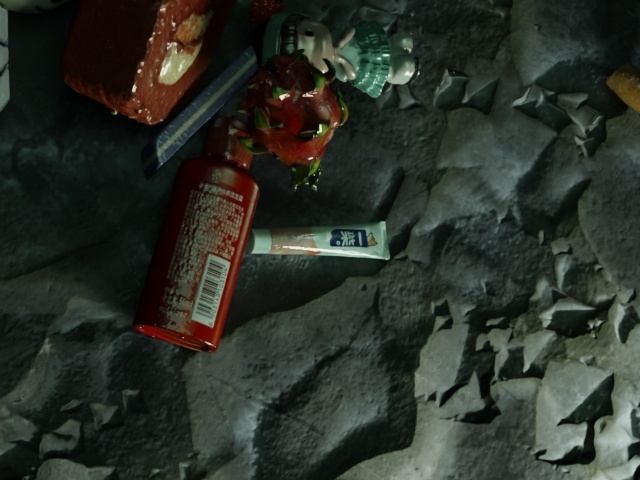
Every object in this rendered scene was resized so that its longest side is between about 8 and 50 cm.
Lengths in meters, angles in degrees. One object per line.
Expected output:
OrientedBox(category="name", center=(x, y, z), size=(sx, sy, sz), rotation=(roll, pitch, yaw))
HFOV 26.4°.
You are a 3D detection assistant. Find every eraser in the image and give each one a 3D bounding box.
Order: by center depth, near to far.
OrientedBox(category="eraser", center=(-0.166, -0.176, 1.863), size=(0.036, 0.082, 0.225), rotation=(45, 68, -6))

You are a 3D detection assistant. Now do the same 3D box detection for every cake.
OrientedBox(category="cake", center=(-0.213, -0.296, 1.790), size=(0.151, 0.177, 0.283), rotation=(25, 101, 29))

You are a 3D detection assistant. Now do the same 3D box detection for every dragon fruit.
OrientedBox(category="dragon fruit", center=(-0.033, -0.147, 1.831), size=(0.135, 0.235, 0.137), rotation=(16, 44, 21))

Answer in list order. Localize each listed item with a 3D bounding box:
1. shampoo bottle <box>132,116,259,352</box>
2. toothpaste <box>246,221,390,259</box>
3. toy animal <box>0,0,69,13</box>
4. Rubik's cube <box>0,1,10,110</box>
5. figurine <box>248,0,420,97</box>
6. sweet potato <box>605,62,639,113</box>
OrientedBox(category="shampoo bottle", center=(-0.155, -0.011, 1.826), size=(0.118, 0.076, 0.314), rotation=(17, 71, -11))
OrientedBox(category="toothpaste", center=(0.000, 0.000, 1.896), size=(0.205, 0.036, 0.056), rotation=(0, 77, -21))
OrientedBox(category="toy animal", center=(-0.362, -0.430, 1.798), size=(0.213, 0.212, 0.266), rotation=(22, 70, -11))
OrientedBox(category="Rubik's cube", center=(-0.534, -0.225, 1.663), size=(0.264, 0.319, 0.319), rotation=(-21, 82, -48))
OrientedBox(category="figurine", center=(0.014, -0.270, 1.934), size=(0.246, 0.110, 0.137), rotation=(1, 74, -22))
OrientedBox(category="sweet potato", center=(0.597, -0.135, 2.078), size=(0.109, 0.109, 0.385), rotation=(-41, 89, -22))
